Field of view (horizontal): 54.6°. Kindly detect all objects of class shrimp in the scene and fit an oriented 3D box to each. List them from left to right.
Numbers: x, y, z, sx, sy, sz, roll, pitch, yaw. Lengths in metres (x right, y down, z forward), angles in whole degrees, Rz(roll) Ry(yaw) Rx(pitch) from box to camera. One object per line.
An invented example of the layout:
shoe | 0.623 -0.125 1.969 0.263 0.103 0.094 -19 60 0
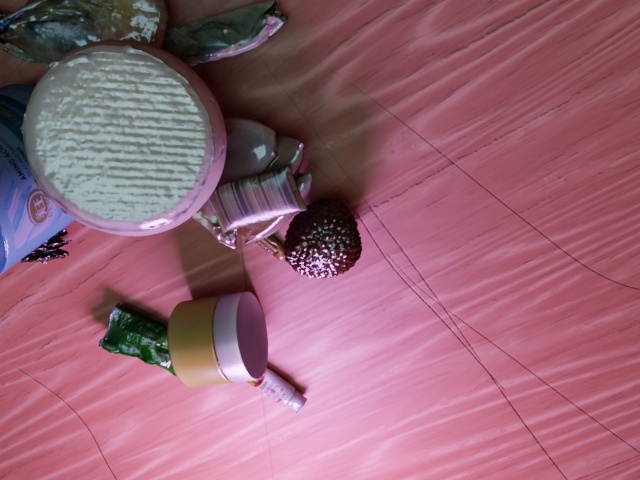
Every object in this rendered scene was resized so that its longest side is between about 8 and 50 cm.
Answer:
shrimp | -0.525 -0.458 1.261 0.445 0.110 0.221 1 106 9

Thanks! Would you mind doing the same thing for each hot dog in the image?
hot dog | -0.136 -0.001 1.502 0.137 0.028 0.044 39 108 -11

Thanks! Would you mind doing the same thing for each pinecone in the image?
pinecone | -0.684 -0.002 1.518 0.140 0.140 0.121 -2 91 8

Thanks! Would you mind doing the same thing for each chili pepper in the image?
chili pepper | -0.441 0.280 1.650 0.270 0.099 0.136 26 93 0

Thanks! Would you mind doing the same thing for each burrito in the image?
burrito | -0.215 -0.414 1.271 0.308 0.066 0.096 -12 84 15

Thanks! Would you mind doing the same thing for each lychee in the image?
lychee | 0.000 0.000 1.395 0.188 0.188 0.188 3 117 6

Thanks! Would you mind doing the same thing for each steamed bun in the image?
steamed bun | -0.368 -0.196 1.216 0.373 0.241 0.375 -1 100 -3

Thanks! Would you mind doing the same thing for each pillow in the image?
pillow | -0.139 -0.086 1.305 0.203 0.038 0.113 -13 118 16

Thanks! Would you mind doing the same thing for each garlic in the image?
garlic | -0.172 -0.144 1.371 0.279 0.132 0.325 38 114 -12

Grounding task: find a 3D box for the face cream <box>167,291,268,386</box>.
face cream | -0.250 0.245 1.535 0.179 0.218 0.218 -10 116 13

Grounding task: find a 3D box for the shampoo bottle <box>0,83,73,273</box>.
shampoo bottle | -0.692 -0.119 1.292 0.330 0.343 0.332 14 127 20

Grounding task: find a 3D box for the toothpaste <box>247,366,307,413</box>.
toothpaste | -0.145 0.385 1.693 0.234 0.057 0.089 36 117 -3
